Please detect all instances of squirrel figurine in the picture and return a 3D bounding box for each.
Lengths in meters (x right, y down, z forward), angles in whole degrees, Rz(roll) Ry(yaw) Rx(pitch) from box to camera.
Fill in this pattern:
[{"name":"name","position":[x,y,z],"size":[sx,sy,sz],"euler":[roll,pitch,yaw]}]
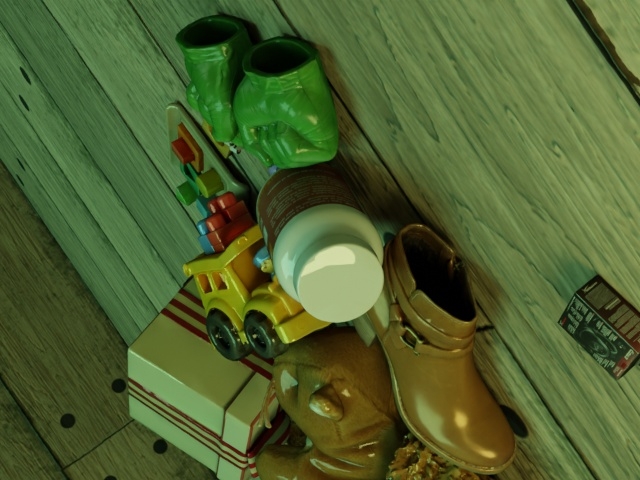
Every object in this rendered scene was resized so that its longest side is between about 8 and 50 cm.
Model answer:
[{"name":"squirrel figurine","position":[0.096,0.291,1.290],"size":[0.397,0.281,0.370],"euler":[18,129,37]}]

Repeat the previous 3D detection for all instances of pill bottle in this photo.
[{"name":"pill bottle","position":[0.000,0.000,1.073],"size":[0.216,0.121,0.121],"euler":[-114,1,-63]}]

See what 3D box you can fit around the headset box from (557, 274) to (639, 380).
[{"name":"headset box","position":[0.257,0.081,0.855],"size":[0.083,0.032,0.062],"euler":[46,158,22]}]

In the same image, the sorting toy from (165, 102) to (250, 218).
[{"name":"sorting toy","position":[-0.190,-0.101,1.534],"size":[0.196,0.047,0.347],"euler":[49,158,18]}]

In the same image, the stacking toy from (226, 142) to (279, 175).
[{"name":"stacking toy","position":[-0.040,-0.052,1.275],"size":[0.167,0.052,0.221],"euler":[33,150,46]}]

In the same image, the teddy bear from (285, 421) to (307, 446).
[{"name":"teddy bear","position":[0.015,0.478,1.864],"size":[0.338,0.113,0.245],"euler":[51,161,11]}]

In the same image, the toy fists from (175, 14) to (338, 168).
[{"name":"toy fists","position":[-0.076,-0.164,1.128],"size":[0.279,0.096,0.142],"euler":[29,148,48]}]

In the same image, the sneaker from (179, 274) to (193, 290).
[{"name":"sneaker","position":[-0.149,0.201,1.835],"size":[0.146,0.134,0.343],"euler":[-43,72,33]}]

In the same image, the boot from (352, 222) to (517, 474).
[{"name":"boot","position":[0.148,0.122,1.084],"size":[0.283,0.109,0.220],"euler":[57,156,16]}]

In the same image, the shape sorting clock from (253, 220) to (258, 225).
[{"name":"shape sorting clock","position":[-0.084,0.016,1.465],"size":[0.206,0.040,0.206],"euler":[38,166,11]}]

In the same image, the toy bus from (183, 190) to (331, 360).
[{"name":"toy bus","position":[-0.082,0.035,1.275],"size":[0.220,0.149,0.211],"euler":[-11,106,57]}]

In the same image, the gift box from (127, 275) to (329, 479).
[{"name":"gift box","position":[-0.131,0.220,1.536],"size":[0.258,0.255,0.276],"euler":[29,148,14]}]
